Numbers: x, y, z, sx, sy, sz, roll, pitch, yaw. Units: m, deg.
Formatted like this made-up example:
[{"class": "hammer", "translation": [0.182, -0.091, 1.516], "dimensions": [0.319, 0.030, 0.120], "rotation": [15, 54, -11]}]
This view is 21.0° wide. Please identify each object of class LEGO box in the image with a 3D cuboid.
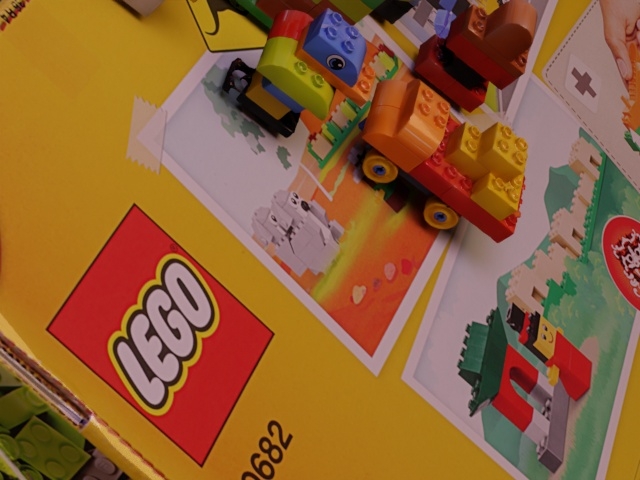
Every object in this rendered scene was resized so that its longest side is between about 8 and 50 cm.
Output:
[{"class": "LEGO box", "translation": [0.000, 0.000, 0.765], "dimensions": [0.372, 0.193, 0.500], "rotation": [44, 42, -13]}]

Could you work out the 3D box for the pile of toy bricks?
[{"class": "pile of toy bricks", "translation": [0.020, -0.104, 0.620], "dimensions": [0.212, 0.105, 0.118], "rotation": [36, 44, -21]}]
